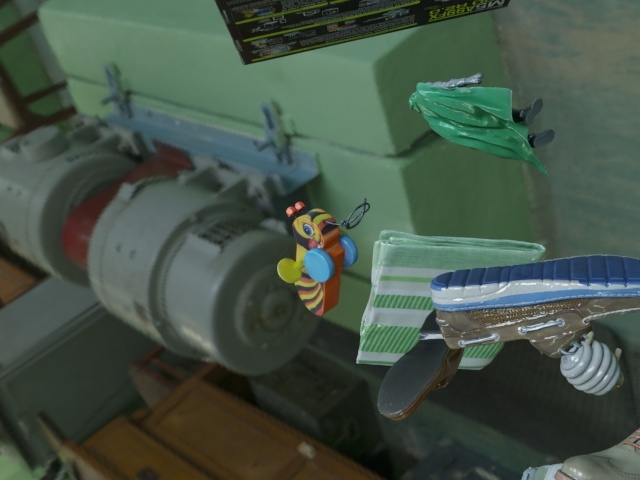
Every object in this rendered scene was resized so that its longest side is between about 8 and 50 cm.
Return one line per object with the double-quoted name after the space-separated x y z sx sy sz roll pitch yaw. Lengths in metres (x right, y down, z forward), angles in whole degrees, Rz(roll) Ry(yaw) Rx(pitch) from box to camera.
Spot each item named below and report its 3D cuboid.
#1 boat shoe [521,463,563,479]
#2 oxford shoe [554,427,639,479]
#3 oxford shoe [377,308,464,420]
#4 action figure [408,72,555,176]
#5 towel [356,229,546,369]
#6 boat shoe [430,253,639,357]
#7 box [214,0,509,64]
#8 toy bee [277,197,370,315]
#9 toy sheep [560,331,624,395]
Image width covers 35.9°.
0.380 0.523 1.832 0.103 0.320 0.118 -7 112 36 "boat shoe"
0.517 0.341 1.602 0.123 0.348 0.130 23 108 52 "oxford shoe"
0.151 0.180 1.350 0.076 0.212 0.076 0 124 40 "oxford shoe"
0.193 -0.165 1.271 0.232 0.063 0.137 25 150 49 "action figure"
0.190 0.103 1.555 0.248 0.038 0.324 4 140 -3 "towel"
0.180 0.052 0.767 0.183 0.066 0.066 -4 107 20 "boat shoe"
0.043 -0.237 0.865 0.216 0.270 0.060 57 -159 -84 "box"
0.000 0.000 2.010 0.162 0.195 0.298 39 115 24 "toy bee"
0.422 0.194 1.553 0.132 0.091 0.091 29 154 -11 "toy sheep"
